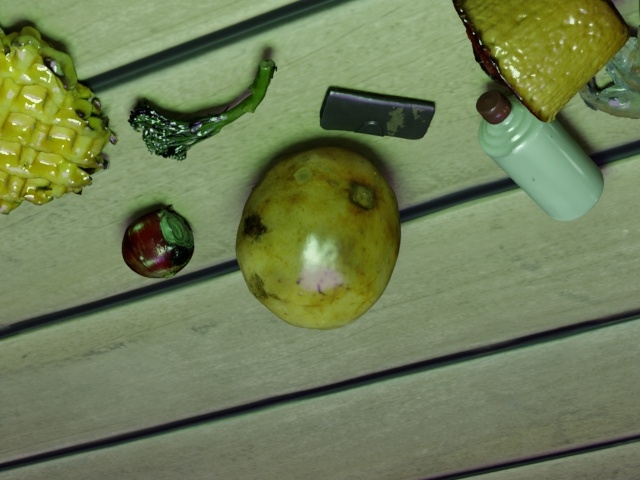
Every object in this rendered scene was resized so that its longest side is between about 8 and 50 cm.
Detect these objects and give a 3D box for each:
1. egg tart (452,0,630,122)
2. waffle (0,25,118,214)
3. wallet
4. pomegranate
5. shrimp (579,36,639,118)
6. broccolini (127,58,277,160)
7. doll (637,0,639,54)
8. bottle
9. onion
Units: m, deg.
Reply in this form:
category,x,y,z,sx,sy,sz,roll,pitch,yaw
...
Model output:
category,x,y,z,sx,sy,sz,roll,pitch,yaw
egg tart,0.260,-0.261,1.534,0.170,0.215,0.215,-36,132,18
waffle,-0.488,-0.163,1.759,0.382,0.095,0.380,-10,143,10
wallet,0.078,-0.176,1.787,0.156,0.018,0.082,8,143,-11
pomegranate,0.000,0.000,1.829,0.260,0.260,0.260,1,143,0
shrimp,0.387,-0.223,1.700,0.126,0.048,0.223,-16,143,37
broccolini,-0.165,-0.191,1.737,0.123,0.062,0.271,12,150,-40
doll,0.533,-0.267,1.575,0.278,0.119,0.154,-8,130,15
bottle,0.295,-0.128,1.775,0.104,0.104,0.245,-23,137,29
onion,-0.253,0.006,1.964,0.118,0.119,0.117,-19,154,25
